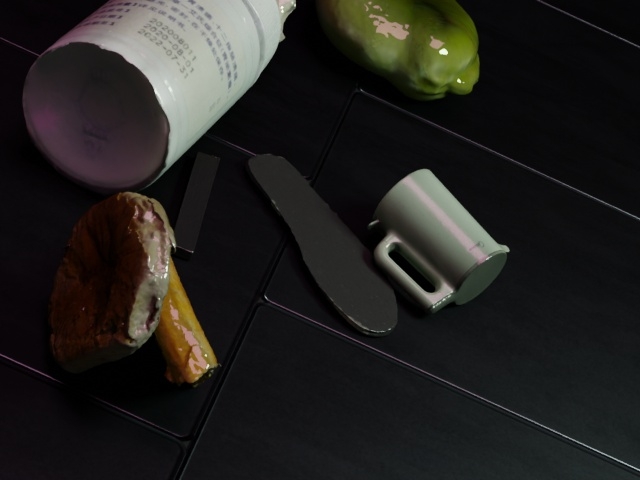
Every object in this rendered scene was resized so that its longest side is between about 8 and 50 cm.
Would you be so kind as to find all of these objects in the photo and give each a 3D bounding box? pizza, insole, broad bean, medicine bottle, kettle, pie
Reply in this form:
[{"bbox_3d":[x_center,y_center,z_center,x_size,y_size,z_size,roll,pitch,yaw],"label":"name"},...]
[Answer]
[{"bbox_3d":[-0.158,0.066,1.571,0.056,0.134,0.271,-20,48,-9],"label":"pizza"},{"bbox_3d":[0.000,0.000,1.830,0.110,0.012,0.309,-8,48,-39],"label":"insole"},{"bbox_3d":[0.111,-0.306,2.181,0.238,0.119,0.291,-5,45,-34],"label":"broad bean"},{"bbox_3d":[-0.189,-0.209,1.827,0.190,0.190,0.332,30,37,6],"label":"medicine bottle"},{"bbox_3d":[0.136,0.000,1.839,0.148,0.098,0.126,48,30,22],"label":"kettle"},{"bbox_3d":[-0.207,0.038,1.511,0.046,0.195,0.195,22,33,-34],"label":"pie"}]

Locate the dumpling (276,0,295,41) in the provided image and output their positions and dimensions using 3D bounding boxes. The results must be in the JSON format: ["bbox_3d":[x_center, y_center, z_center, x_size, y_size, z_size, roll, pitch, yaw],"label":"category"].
[{"bbox_3d":[-0.132,-0.288,2.031,0.199,0.118,0.136,-3,53,7],"label":"dumpling"}]

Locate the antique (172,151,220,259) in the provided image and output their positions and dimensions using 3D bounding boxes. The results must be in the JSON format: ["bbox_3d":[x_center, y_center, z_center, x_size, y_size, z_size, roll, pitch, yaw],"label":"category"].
[{"bbox_3d":[-0.147,-0.043,1.795,0.031,0.015,0.192,19,36,-6],"label":"antique"}]
